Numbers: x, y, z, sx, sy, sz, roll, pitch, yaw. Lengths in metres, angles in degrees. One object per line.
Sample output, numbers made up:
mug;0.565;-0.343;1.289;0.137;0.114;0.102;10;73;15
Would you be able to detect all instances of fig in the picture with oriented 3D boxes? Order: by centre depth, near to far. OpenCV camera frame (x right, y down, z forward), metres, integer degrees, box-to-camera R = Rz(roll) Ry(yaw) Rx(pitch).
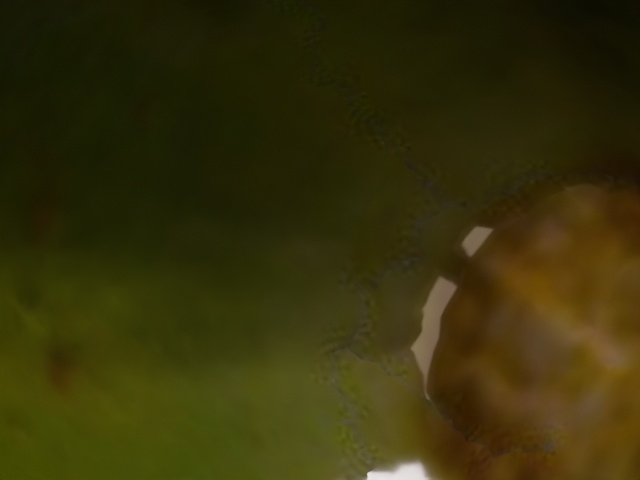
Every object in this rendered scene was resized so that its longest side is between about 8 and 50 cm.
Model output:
fig;0.000;0.000;0.490;0.258;0.326;0.258;0;91;-23
